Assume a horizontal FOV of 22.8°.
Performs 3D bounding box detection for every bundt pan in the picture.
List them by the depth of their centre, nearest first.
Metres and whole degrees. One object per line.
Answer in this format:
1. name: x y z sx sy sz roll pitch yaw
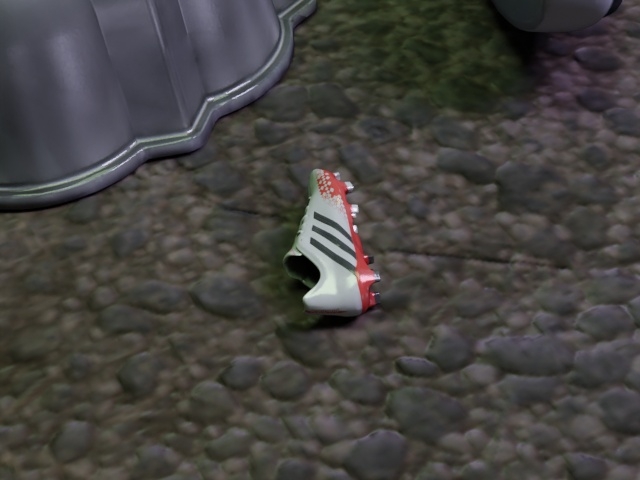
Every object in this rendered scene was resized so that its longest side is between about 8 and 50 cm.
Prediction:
1. bundt pan: -0.171 -0.158 0.794 0.330 0.124 0.331 -4 41 3

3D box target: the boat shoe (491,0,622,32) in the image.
1. boat shoe: 0.150 -0.218 0.822 0.156 0.136 0.367 -4 31 -1

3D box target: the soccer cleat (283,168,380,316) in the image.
1. soccer cleat: 0.000 0.000 0.654 0.035 0.029 0.083 -9 45 -9
